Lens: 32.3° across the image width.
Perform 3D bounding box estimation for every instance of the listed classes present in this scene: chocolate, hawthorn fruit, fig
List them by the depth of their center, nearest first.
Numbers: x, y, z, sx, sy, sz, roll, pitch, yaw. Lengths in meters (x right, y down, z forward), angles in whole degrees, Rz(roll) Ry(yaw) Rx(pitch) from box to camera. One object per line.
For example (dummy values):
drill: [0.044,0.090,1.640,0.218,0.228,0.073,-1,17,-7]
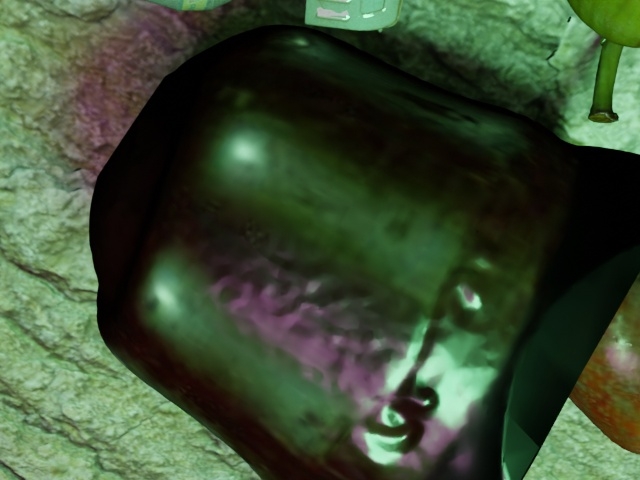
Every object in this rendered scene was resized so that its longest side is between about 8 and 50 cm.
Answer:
fig: [0.242,-0.194,0.793,0.142,0.148,0.186,-19,164,5]
chocolate: [0.000,0.000,0.843,0.331,0.384,0.383,36,125,-13]
hawthorn fruit: [0.293,0.086,0.973,0.210,0.211,0.262,-4,144,11]

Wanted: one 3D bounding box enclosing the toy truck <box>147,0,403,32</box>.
toy truck: [-0.057,-0.214,0.800,0.256,0.140,0.108,8,129,1]
